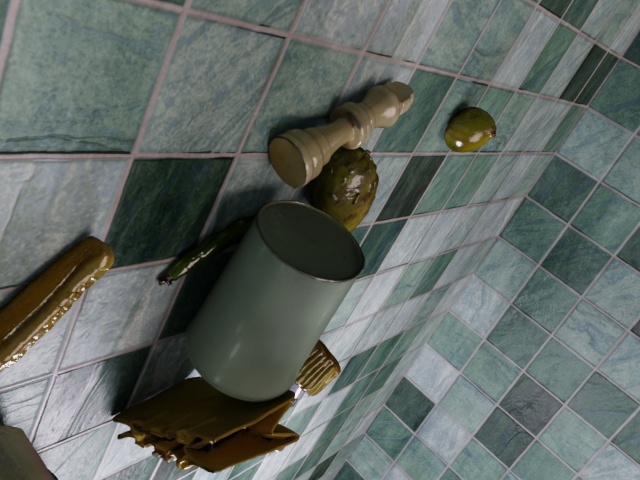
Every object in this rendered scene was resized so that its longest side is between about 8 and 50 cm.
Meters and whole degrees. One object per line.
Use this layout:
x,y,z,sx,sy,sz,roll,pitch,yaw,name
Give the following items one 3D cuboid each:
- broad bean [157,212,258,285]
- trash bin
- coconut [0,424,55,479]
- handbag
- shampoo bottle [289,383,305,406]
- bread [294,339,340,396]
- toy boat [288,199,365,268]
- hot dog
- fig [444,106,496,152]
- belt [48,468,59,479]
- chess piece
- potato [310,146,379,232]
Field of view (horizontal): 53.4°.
-0.217,0.006,1.348,0.297,0.043,0.060,-34,162,-29,broad bean
-0.113,0.148,1.399,0.280,0.280,0.432,-17,147,-50,trash bin
-0.594,0.475,1.136,0.233,0.245,0.233,-35,151,-23,coconut
-0.271,0.427,1.476,0.283,0.401,0.133,-7,93,-48,handbag
-0.070,0.511,2.291,0.072,0.072,0.214,-13,137,-53,shampoo bottle
-0.065,0.315,1.797,0.142,0.253,0.227,-46,147,-11,bread
0.000,0.000,1.499,0.093,0.246,0.103,-60,177,20,toy boat
-0.454,0.107,1.044,0.286,0.088,0.061,-42,160,-10,hot dog
0.440,-0.329,1.897,0.153,0.121,0.136,-34,169,26,fig
-0.654,0.603,1.379,0.206,0.116,0.268,-27,145,-34,belt
0.067,-0.254,1.383,0.397,0.117,0.117,-36,152,-32,chess piece
0.058,-0.106,1.533,0.176,0.141,0.298,-32,151,-20,potato
